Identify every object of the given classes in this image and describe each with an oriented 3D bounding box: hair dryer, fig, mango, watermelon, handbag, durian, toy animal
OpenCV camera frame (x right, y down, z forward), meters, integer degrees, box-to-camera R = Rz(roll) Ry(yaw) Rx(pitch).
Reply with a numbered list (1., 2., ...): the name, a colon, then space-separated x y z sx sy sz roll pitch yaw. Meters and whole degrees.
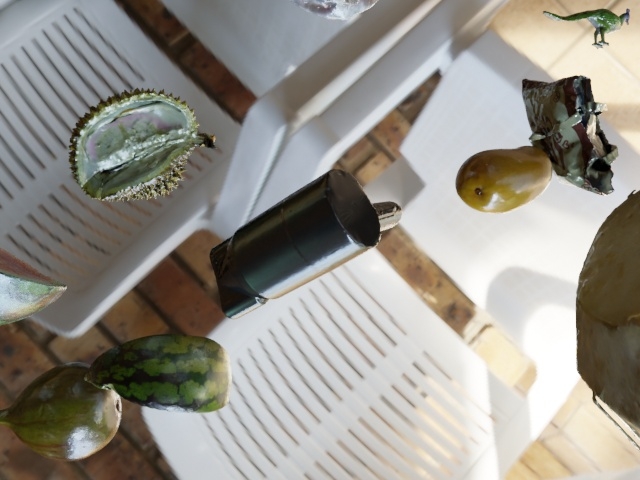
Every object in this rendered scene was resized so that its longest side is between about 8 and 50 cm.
1. hair dryer: 0.000 0.000 1.264 0.244 0.302 0.116 -28 81 31
2. fig: -0.370 0.210 1.118 0.236 0.124 0.124 4 149 -1
3. mango: 0.263 -0.088 1.252 0.102 0.184 0.085 33 125 35
4. watermelon: -0.148 0.147 0.906 0.087 0.163 0.069 -54 39 38
5. handbag: 0.427 -0.183 1.523 0.235 0.127 0.213 -132 20 -79
6. durian: -0.297 -0.164 1.482 0.138 0.237 0.194 -127 36 -68
7. toy animal: 0.514 -0.403 1.696 0.041 0.216 0.075 173 89 -66
8. watermelon: -0.584 0.077 1.575 0.202 0.136 0.207 26 166 14

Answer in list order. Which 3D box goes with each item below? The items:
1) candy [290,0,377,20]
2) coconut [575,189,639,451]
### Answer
1. candy: -0.006 -0.444 1.209 0.157 0.214 0.290 104 144 -62
2. coconut: 0.376 0.085 0.735 0.323 0.323 0.323 36 153 22
